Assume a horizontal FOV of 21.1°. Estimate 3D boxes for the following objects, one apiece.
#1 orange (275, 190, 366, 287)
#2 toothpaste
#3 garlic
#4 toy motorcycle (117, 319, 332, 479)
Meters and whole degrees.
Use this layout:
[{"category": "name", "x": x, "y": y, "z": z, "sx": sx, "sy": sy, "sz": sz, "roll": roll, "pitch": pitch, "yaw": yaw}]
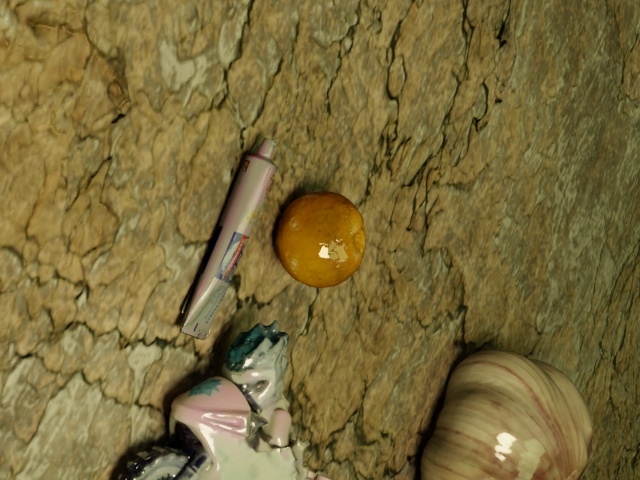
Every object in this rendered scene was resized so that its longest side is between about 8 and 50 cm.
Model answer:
[{"category": "orange", "x": 0.000, "y": 0.000, "z": 1.453, "sx": 0.083, "sy": 0.070, "sz": 0.083, "roll": 0, "pitch": 90, "yaw": -66}, {"category": "toothpaste", "x": -0.071, "y": -0.002, "z": 1.370, "sx": 0.170, "sy": 0.028, "sz": 0.045, "roll": -68, "pitch": 159, "yaw": -4}, {"category": "garlic", "x": 0.231, "y": 0.249, "z": 1.830, "sx": 0.245, "sy": 0.253, "sz": 0.245, "roll": -23, "pitch": 121, "yaw": -46}, {"category": "toy motorcycle", "x": -0.053, "y": 0.169, "z": 1.412, "sx": 0.239, "sy": 0.108, "sz": 0.204, "roll": 35, "pitch": 74, "yaw": -61}]
